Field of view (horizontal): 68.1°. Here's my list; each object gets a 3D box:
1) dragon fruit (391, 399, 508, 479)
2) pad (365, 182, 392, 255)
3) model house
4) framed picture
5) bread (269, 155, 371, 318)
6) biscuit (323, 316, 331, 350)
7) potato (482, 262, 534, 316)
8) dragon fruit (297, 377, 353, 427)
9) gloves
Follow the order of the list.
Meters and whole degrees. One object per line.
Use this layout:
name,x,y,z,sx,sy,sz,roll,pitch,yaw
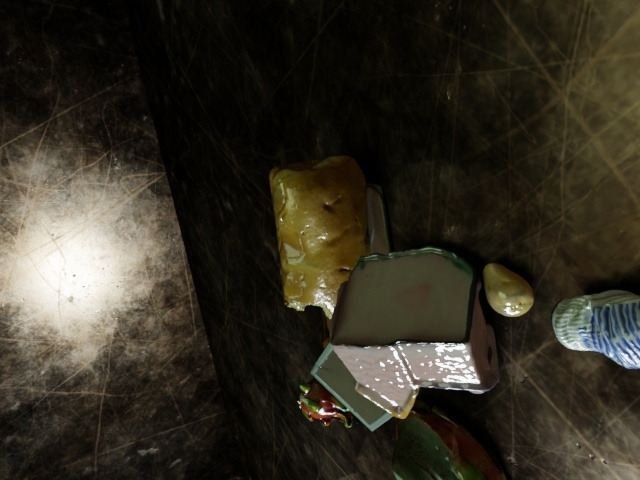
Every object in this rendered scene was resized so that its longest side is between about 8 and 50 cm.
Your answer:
dragon fruit,0.247,0.469,0.947,0.295,0.129,0.269,50,141,32
pad,0.063,0.005,1.060,0.284,0.018,0.287,17,122,55
model house,0.177,0.165,0.824,0.236,0.202,0.238,-9,130,26
framed picture,0.094,0.354,1.182,0.232,0.019,0.296,41,145,12
bread,0.005,0.002,0.950,0.149,0.195,0.345,-124,24,-62
biscuit,0.053,0.269,1.235,0.186,0.036,0.192,19,124,56
potato,0.276,0.072,0.707,0.068,0.062,0.083,-55,38,40
dragon fruit,0.023,0.454,1.339,0.174,0.142,0.139,22,97,21
gloves,0.375,0.104,0.530,0.119,0.097,0.229,44,151,-17
